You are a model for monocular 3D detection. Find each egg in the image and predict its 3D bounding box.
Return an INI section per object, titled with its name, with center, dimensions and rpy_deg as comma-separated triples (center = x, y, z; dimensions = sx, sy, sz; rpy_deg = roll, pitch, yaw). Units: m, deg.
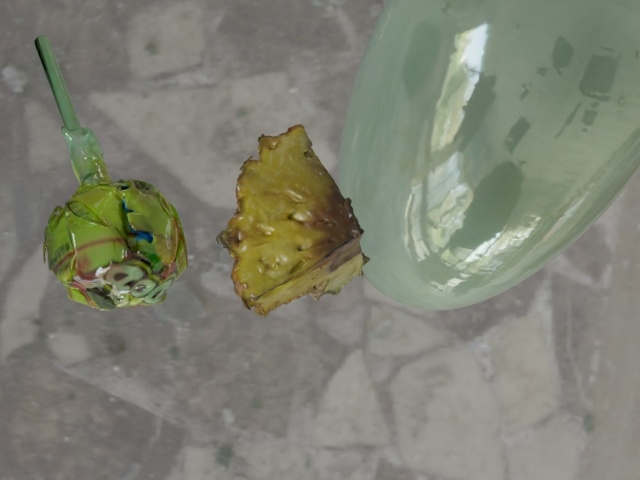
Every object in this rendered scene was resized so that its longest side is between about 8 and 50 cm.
[egg]
center = 0.141, -0.111, 0.946
dimensions = 0.230, 0.230, 0.371
rpy_deg = 18, 112, -34

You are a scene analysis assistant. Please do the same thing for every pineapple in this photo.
[pineapple]
center = 0.000, 0.000, 0.701
dimensions = 0.114, 0.077, 0.114
rpy_deg = 47, 44, -58

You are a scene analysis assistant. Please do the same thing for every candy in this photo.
[candy]
center = -0.112, -0.041, 0.585
dimensions = 0.062, 0.194, 0.058
rpy_deg = 18, 120, -40
